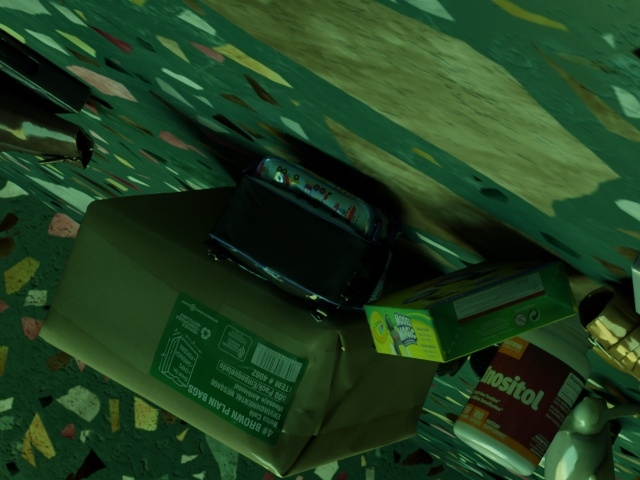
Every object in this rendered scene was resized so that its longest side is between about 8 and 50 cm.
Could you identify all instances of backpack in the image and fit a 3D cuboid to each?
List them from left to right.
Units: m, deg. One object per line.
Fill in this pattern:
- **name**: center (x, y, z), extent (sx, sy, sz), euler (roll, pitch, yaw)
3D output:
- **backpack**: center (0.000, 0.000, 1.810), extent (0.158, 0.117, 0.173), euler (29, -175, 21)

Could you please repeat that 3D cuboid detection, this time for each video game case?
- **video game case**: center (-0.403, -0.222, 2.194), extent (0.248, 0.035, 0.275), euler (34, 171, -21)

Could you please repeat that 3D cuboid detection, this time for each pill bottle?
- **pill bottle**: center (0.194, 0.132, 1.786), extent (0.086, 0.152, 0.086), euler (30, 172, 5)

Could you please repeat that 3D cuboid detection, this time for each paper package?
- **paper package**: center (-0.067, 0.082, 2.003), extent (0.325, 0.168, 0.309), euler (27, -163, 25)

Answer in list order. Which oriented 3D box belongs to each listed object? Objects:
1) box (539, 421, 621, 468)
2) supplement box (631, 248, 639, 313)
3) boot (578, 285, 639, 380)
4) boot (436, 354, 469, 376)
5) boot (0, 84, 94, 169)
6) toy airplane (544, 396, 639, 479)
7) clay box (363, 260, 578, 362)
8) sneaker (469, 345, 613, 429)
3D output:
- **box**: center (0.259, 0.214, 2.253), extent (0.162, 0.029, 0.116), euler (28, -146, 10)
- **supplement box**: center (0.313, 0.057, 1.192), extent (0.239, 0.073, 0.130), euler (29, 173, 16)
- **boot**: center (0.275, 0.097, 1.611), extent (0.152, 0.073, 0.197), euler (34, 166, -2)
- **boot**: center (0.072, 0.077, 2.226), extent (0.208, 0.076, 0.189), euler (36, 171, 13)
- **boot**: center (-0.359, -0.156, 2.132), extent (0.207, 0.090, 0.248), euler (17, 168, 8)
- **toy airplane**: center (0.285, 0.349, 1.966), extent (0.272, 0.384, 0.386), euler (23, 176, -19)
- **clay box**: center (0.122, 0.059, 1.698), extent (0.222, 0.127, 0.053), euler (180, 71, -74)
- **sneaker**: center (0.250, 0.177, 2.215), extent (0.170, 0.051, 0.089), euler (25, 167, 19)
